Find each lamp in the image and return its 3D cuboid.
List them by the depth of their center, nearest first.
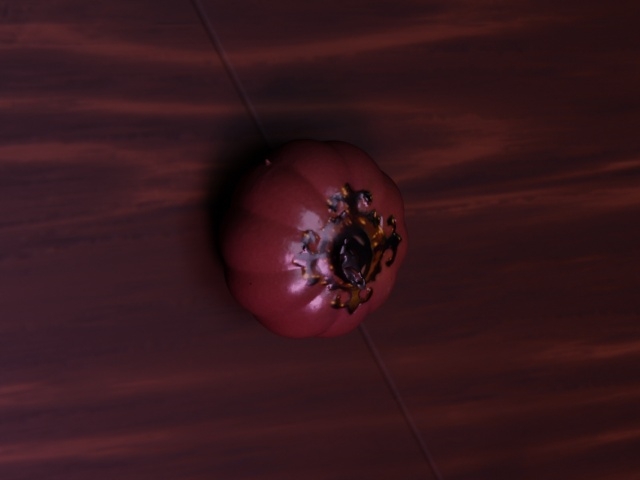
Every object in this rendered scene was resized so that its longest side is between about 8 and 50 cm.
[{"bbox_3d":[0.000,0.000,1.529,0.182,0.140,0.182,-7,102,-37],"label":"lamp"}]
